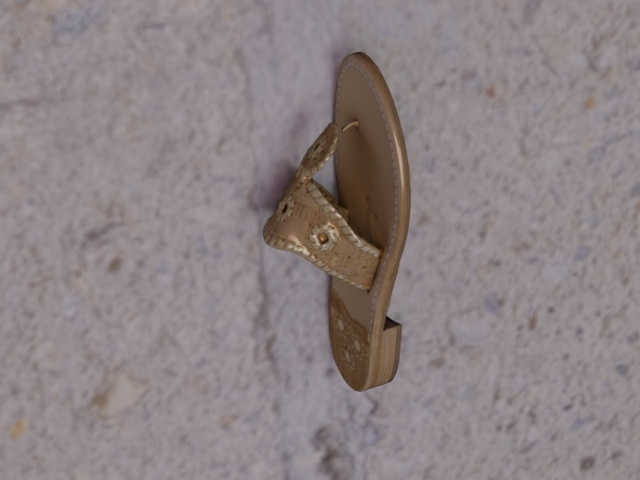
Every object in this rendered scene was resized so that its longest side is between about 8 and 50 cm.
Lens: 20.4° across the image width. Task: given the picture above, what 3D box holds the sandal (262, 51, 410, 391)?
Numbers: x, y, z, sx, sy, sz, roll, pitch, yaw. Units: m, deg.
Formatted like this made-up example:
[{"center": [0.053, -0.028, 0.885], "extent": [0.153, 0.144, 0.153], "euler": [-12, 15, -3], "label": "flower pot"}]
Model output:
[{"center": [0.003, 0.003, 1.129], "extent": [0.079, 0.088, 0.240], "euler": [-17, 125, -23], "label": "sandal"}]
